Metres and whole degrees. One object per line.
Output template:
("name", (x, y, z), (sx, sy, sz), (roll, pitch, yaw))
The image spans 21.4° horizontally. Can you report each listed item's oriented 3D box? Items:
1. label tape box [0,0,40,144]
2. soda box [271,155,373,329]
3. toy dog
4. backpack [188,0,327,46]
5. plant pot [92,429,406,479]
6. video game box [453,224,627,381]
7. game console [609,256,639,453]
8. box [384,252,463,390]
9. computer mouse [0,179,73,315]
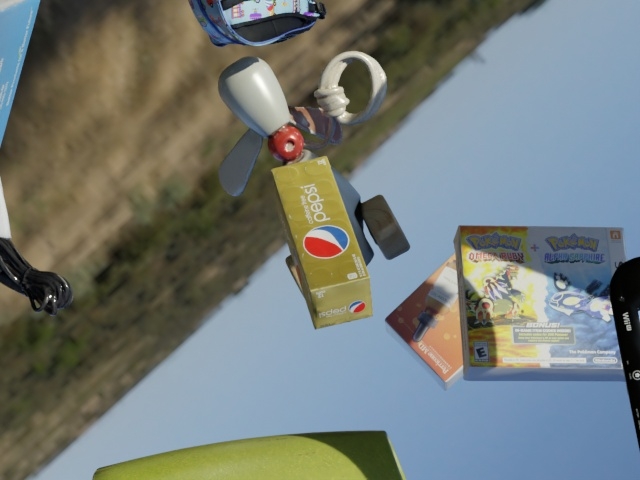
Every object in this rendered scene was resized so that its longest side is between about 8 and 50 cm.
("label tape box", (-0.395, -0.092, 1.458), (0.347, 0.115, 0.249), (-40, 154, -61))
("soda box", (0.000, 0.000, 1.685), (0.061, 0.058, 0.181), (-13, -135, -6))
("toy dog", (-0.016, -0.081, 2.164), (0.220, 0.334, 0.161), (-11, -170, -7))
("backpack", (-0.094, -0.295, 1.960), (0.117, 0.158, 0.173), (-8, -165, 37))
("plant pot", (-0.045, 0.309, 1.734), (0.293, 0.275, 0.275), (-22, -175, 2))
("video game box", (0.265, 0.073, 1.992), (0.048, 0.205, 0.187), (99, -10, -60))
("game console", (0.314, 0.190, 1.457), (0.213, 0.361, 0.044), (-9, 175, -8))
("box", (0.196, 0.109, 2.440), (0.170, 0.130, 0.091), (-43, 168, -7))
("computer mouse", (-0.253, -0.034, 1.278), (0.042, 0.193, 0.106), (-37, -145, -17))
